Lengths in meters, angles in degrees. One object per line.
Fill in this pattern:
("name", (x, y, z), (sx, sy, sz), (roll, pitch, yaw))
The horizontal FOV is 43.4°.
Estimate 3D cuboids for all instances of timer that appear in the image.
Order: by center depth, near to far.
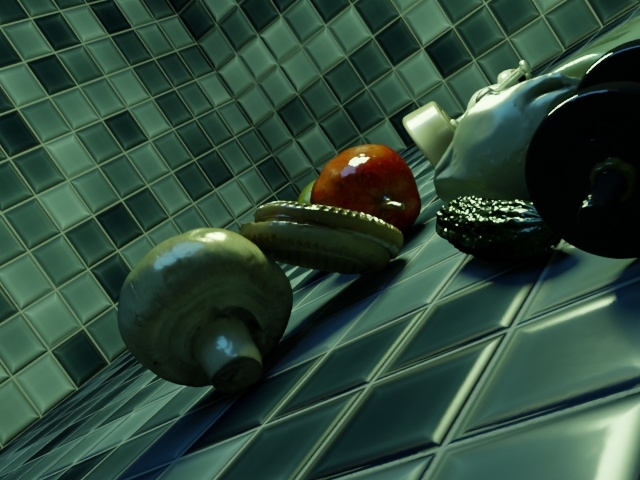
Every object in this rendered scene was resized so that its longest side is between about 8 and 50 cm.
("timer", (0.323, -0.265, 1.655), (0.266, 0.175, 0.175), (-39, 4, 15))

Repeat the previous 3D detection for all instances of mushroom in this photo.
("mushroom", (-0.150, 0.113, 1.157), (0.260, 0.253, 0.234), (-20, 42, -24))

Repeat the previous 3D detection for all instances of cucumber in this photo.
("cucumber", (0.192, -0.012, 0.891), (0.077, 0.077, 0.265), (-34, 6, -1))

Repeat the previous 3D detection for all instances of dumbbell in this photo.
("dumbbell", (0.267, -0.083, 0.686), (0.143, 0.143, 0.325), (-30, 7, 40))

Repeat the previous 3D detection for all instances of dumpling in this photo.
("dumpling", (0.273, -0.120, 1.051), (0.193, 0.147, 0.258), (13, -44, -38))

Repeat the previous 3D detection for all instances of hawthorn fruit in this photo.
("hawthorn fruit", (0.090, -0.076, 1.463), (0.205, 0.205, 0.253), (-35, 10, -14))

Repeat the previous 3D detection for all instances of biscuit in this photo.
("biscuit", (0.000, 0.000, 1.267), (0.259, 0.259, 0.079), (161, 121, -70))

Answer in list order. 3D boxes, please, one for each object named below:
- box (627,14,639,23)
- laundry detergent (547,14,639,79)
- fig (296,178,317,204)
("box", (0.626, -0.387, 1.524), (0.350, 0.091, 0.359), (-34, 3, -6))
("laundry detergent", (0.488, -0.277, 1.214), (0.398, 0.124, 0.264), (-36, 5, -29))
("fig", (0.033, -0.044, 1.669), (0.191, 0.181, 0.181), (-6, 5, -3))
